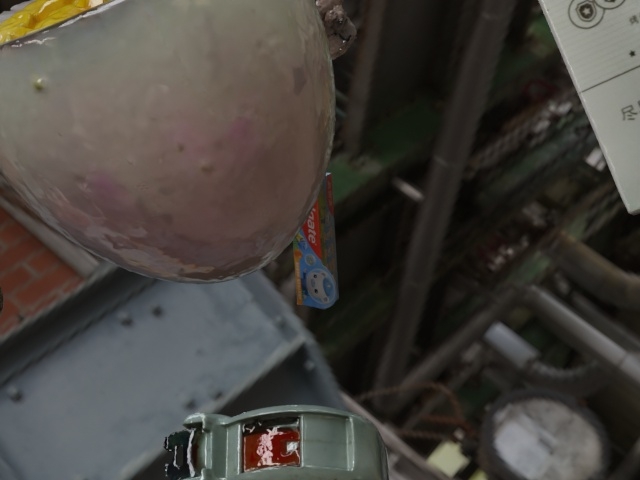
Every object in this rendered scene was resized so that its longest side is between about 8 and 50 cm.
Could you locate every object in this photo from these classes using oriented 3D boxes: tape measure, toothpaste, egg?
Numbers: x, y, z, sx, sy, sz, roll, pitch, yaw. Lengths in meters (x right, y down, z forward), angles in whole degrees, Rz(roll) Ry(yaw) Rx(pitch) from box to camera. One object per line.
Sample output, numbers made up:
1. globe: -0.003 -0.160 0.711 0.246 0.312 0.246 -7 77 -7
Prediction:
1. tape measure: -0.037 0.300 1.638 0.243 0.246 0.125 47 -142 -56
2. toothpaste: 0.000 0.000 1.800 0.044 0.070 0.193 -34 -53 -52
3. egg: -0.141 -0.112 1.288 0.354 0.354 0.340 -37 -66 -31

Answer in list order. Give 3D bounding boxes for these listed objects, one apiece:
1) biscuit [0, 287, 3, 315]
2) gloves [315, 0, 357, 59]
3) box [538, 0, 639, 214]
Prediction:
1. biscuit: -0.516 -0.026 1.848 0.062 0.237 0.290 -14 -30 -12
2. gloves: -0.007 -0.294 1.601 0.144 0.094 0.110 44 -118 -40
3. box: 0.222 -0.154 0.855 0.139 0.245 0.035 -25 -8 17
